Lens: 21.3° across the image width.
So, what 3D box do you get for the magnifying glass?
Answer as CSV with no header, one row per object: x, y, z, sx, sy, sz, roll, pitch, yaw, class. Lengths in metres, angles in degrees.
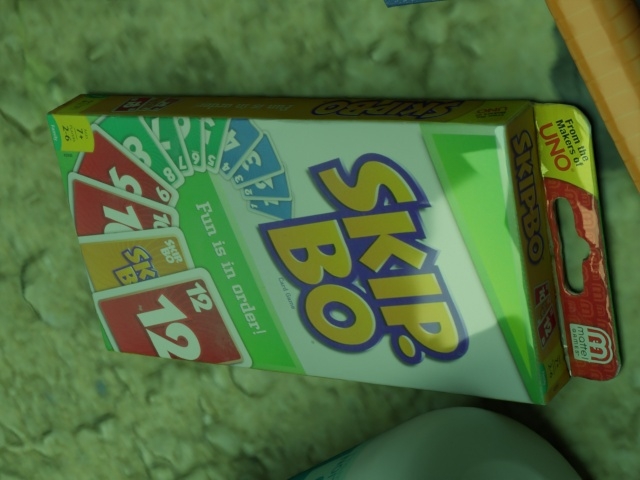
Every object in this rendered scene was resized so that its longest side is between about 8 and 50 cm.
0.141,-0.001,0.623,0.092,0.026,0.231,-15,113,39,magnifying glass

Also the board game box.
0.000,0.000,0.735,0.259,0.039,0.124,3,116,31,board game box

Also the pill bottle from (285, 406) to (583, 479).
-0.003,0.181,0.756,0.264,0.146,0.146,-33,92,41,pill bottle

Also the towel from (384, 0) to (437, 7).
0.076,-0.222,0.564,0.209,0.034,0.285,0,115,33,towel
